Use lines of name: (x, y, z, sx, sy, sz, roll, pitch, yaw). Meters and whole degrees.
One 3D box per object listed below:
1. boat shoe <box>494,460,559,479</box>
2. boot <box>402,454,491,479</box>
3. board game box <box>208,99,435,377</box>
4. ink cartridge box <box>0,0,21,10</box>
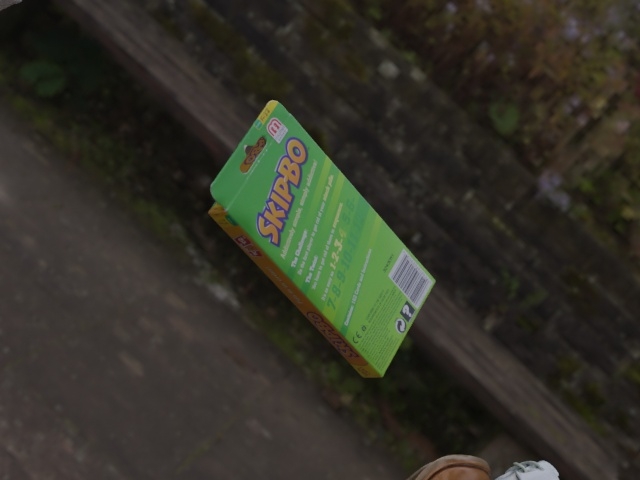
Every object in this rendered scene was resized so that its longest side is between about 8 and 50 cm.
boat shoe: (0.196, 0.243, 1.404, 0.226, 0.076, 0.083, 21, -16, -30)
boot: (0.083, 0.235, 1.021, 0.197, 0.073, 0.152, -9, 64, -50)
board game box: (0.000, 0.000, 1.390, 0.039, 0.124, 0.259, -6, -47, 47)
ink cartridge box: (-0.257, -0.265, 0.796, 0.273, 0.197, 0.114, 26, -14, -31)
